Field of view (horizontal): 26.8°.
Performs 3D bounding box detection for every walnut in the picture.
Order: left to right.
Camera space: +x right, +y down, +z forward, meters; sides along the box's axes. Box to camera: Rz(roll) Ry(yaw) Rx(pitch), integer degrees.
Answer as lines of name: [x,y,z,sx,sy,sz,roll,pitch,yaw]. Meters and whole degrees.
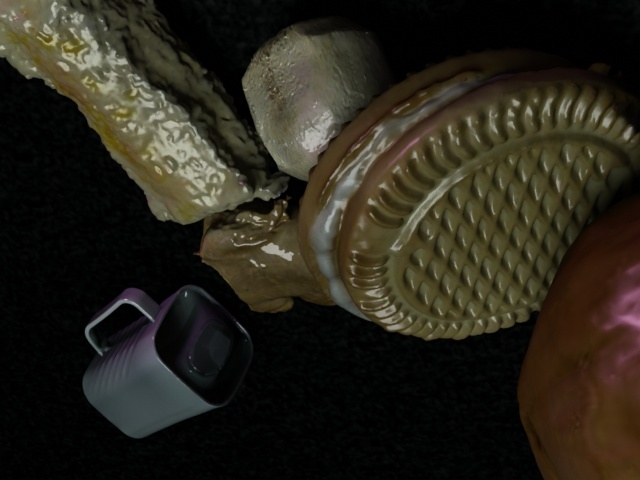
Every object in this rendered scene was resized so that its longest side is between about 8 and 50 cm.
walnut: [0.328,0.116,0.874,0.398,0.307,0.354,6,162,2]

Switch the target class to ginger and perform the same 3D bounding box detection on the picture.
ginger: [0.002,0.002,1.065,0.213,0.074,0.137,-20,142,32]

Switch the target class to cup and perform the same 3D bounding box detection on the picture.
cup: [-0.148,0.101,1.198,0.128,0.095,0.129,44,132,-18]

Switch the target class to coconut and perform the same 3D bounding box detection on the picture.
coconut: [0.005,-0.089,0.946,0.110,0.110,0.124,-25,77,36]

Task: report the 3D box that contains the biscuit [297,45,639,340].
biscuit: [0.112,-0.026,0.922,0.259,0.079,0.259,-15,138,-14]

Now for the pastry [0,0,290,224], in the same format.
pastry: [-0.145,-0.114,1.008,0.121,0.089,0.258,-29,114,33]
